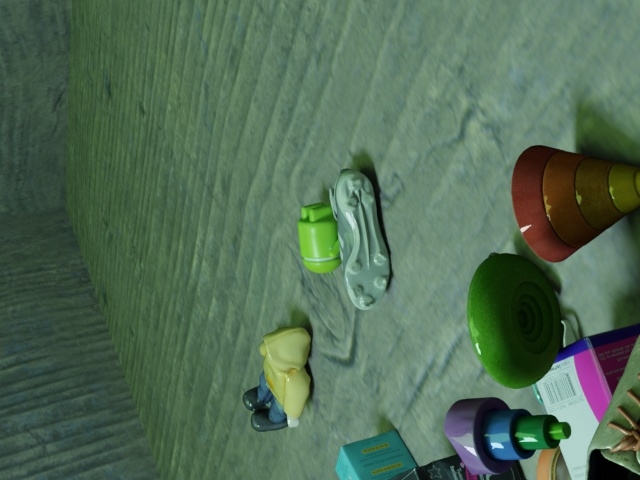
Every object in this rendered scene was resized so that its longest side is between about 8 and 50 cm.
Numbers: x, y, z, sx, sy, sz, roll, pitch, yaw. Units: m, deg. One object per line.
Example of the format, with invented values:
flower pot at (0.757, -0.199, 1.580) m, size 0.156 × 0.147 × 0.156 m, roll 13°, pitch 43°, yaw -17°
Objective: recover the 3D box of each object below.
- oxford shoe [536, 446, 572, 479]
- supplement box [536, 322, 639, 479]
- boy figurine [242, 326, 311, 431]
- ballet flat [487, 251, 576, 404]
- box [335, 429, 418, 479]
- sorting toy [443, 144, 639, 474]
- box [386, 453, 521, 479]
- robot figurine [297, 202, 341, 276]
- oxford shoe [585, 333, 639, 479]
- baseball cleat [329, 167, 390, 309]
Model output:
oxford shoe at (0.302, 0.347, 1.141) m, size 0.098 × 0.097 × 0.271 m, roll -16°, pitch 87°, yaw 61°
supplement box at (0.307, 0.197, 1.026) m, size 0.111 × 0.114 × 0.220 m, roll 136°, pitch 120°, yaw -63°
boy figurine at (-0.073, 0.254, 1.966) m, size 0.285 × 0.092 × 0.177 m, roll 108°, pitch 145°, yaw -56°
ballet flat at (0.246, 0.089, 1.194) m, size 0.188 × 0.070 × 0.070 m, roll 68°, pitch 156°, yaw 16°
box at (0.119, 0.401, 1.579) m, size 0.244 × 0.101 × 0.060 m, roll 57°, pitch 149°, yaw 39°
sorting toy at (0.225, 0.047, 0.974) m, size 0.126 × 0.365 × 0.127 m, roll -13°, pitch 131°, yaw 44°
box at (0.191, 0.401, 1.362) m, size 0.163 × 0.142 × 0.247 m, roll 128°, pitch 127°, yaw -63°
robot figurine at (0.000, 0.000, 1.691) m, size 0.101 × 0.067 × 0.115 m, roll 15°, pitch 115°, yaw 56°
oxford shoe at (0.287, 0.134, 0.842) m, size 0.123 × 0.130 × 0.348 m, roll 23°, pitch 113°, yaw 43°
baseball cleat at (0.057, -0.005, 1.580) m, size 0.109 × 0.072 × 0.205 m, roll -140°, pitch 46°, yaw -76°
